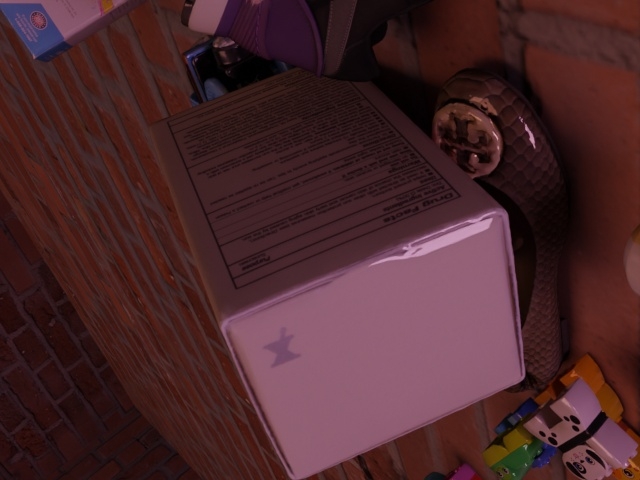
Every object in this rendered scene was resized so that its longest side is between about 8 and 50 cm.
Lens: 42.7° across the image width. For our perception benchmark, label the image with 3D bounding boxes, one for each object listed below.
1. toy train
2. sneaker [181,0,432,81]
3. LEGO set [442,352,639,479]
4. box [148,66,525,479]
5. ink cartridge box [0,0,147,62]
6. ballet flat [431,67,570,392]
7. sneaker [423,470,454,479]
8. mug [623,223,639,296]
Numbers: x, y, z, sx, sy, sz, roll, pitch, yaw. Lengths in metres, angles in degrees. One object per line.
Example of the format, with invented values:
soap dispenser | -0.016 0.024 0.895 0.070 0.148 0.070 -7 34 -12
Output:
toy train | -0.056 -0.089 0.669 0.105 0.080 0.184 34 152 50
sneaker | 0.035 -0.180 0.371 0.124 0.107 0.283 24 150 -11
LEGO set | 0.175 0.155 0.574 0.093 0.087 0.227 44 150 13
box | 0.000 0.000 0.502 0.232 0.149 0.126 -121 11 -53
ink cartridge box | -0.196 -0.224 0.675 0.092 0.143 0.090 59 175 -14
ballet flat | 0.110 0.010 0.513 0.084 0.058 0.249 30 148 43
sneaker | 0.157 0.315 0.802 0.178 0.124 0.295 46 160 -8
mug | 0.184 0.008 0.386 0.062 0.078 0.064 28 -176 -34
